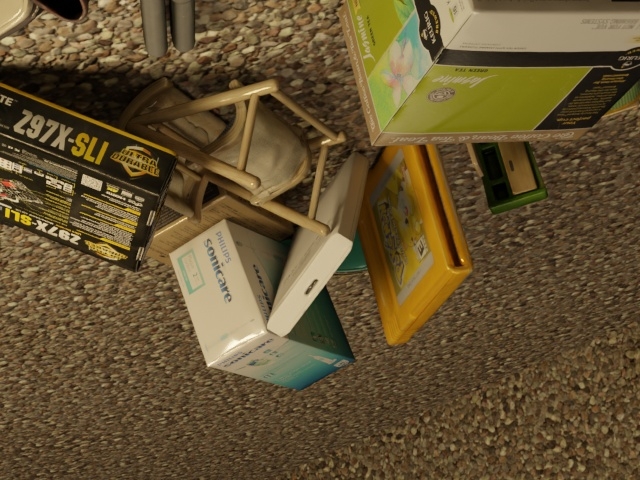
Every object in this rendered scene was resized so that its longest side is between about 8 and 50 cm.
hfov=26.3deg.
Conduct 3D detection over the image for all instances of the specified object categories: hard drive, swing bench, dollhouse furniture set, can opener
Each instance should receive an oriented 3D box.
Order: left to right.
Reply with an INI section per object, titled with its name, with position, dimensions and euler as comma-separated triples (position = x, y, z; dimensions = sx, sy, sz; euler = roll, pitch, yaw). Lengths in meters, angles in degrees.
[can opener]
position = -0.186, -0.297, 1.662
dimensions = 0.074, 0.093, 0.280
euler = -11, 163, -10
[swing bench]
position = -0.134, -0.124, 1.986
dimensions = 0.255, 0.165, 0.253
euler = 6, 168, 26
[hard drive]
position = 0.000, 0.000, 2.186
dimensions = 0.040, 0.307, 0.203
euler = 32, 116, -9
[dollhouse furniture set]
position = 0.383, -0.182, 2.179
dimensions = 0.302, 0.151, 0.197
euler = -18, 158, 10

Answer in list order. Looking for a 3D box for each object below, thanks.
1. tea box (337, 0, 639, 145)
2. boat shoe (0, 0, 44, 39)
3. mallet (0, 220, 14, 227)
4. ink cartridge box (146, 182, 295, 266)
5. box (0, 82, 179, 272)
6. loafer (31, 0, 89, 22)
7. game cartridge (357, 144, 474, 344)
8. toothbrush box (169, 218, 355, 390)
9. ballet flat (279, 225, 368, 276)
[tea box]
position = 0.242, -0.288, 1.745
dimensions = 0.329, 0.220, 0.323
euler = -3, 155, -24
[boat shoe]
position = -0.405, -0.258, 1.639
dimensions = 0.206, 0.075, 0.065
euler = -20, -178, 32
[mallet]
position = -0.532, -0.053, 2.129
dimensions = 0.039, 0.062, 0.190
euler = -18, 173, 15
[ink cartridge box]
position = -0.184, -0.032, 2.277
dimensions = 0.193, 0.088, 0.235
euler = -28, 155, 18
[box]
position = -0.371, -0.091, 1.868
dimensions = 0.322, 0.079, 0.257
euler = 21, 153, -4
[loafer]
position = -0.336, -0.331, 1.467
dimensions = 0.109, 0.095, 0.302
euler = -21, 157, 19
[game cartridge]
position = 0.141, -0.012, 2.275
dimensions = 0.053, 0.285, 0.323
euler = -6, 157, -21
[toothbrush box]
position = -0.094, 0.113, 2.280
dimensions = 0.126, 0.216, 0.295
euler = -31, 154, 19
[ballet flat]
position = -0.018, 0.020, 2.519
dimensions = 0.349, 0.123, 0.123
euler = -12, 158, -5
